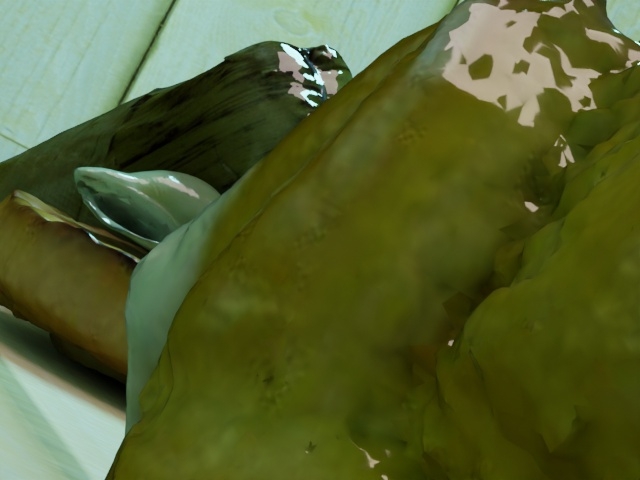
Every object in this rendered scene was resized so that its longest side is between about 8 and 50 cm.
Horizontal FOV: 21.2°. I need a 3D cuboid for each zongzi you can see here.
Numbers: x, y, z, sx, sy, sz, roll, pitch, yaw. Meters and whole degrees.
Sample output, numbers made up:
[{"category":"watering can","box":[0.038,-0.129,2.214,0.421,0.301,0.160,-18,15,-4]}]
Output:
[{"category":"zongzi","box":[-0.169,-0.062,1.426,0.360,0.160,0.323,1,-23,-23]}]

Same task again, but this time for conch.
[{"category":"conch","box":[-0.114,-0.008,1.321,0.180,0.088,0.065,21,-41,-34]}]

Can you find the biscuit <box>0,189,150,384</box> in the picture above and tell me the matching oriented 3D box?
[{"category":"biscuit","box":[-0.126,0.065,1.283,0.296,0.102,0.296,29,0,0]}]

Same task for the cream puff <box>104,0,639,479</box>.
[{"category":"cream puff","box":[0.120,0.082,0.465,0.378,0.276,0.378,30,-3,2]}]
